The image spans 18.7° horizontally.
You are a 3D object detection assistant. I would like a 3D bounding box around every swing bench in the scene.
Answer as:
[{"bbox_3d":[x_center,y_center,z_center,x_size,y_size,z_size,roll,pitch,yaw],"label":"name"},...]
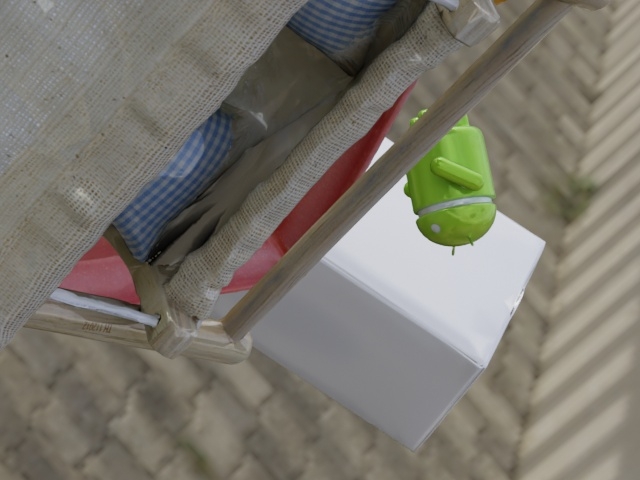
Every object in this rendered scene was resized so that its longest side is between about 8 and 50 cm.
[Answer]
[{"bbox_3d":[-0.070,-0.075,0.741,0.165,0.253,0.254,54,28,18],"label":"swing bench"}]

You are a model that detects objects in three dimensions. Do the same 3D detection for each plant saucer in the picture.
[{"bbox_3d":[-0.091,-0.043,1.341,0.258,0.259,0.048,-9,59,-28],"label":"plant saucer"}]

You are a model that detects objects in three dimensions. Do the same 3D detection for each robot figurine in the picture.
[{"bbox_3d":[0.103,-0.047,1.542,0.067,0.101,0.115,-8,81,-16],"label":"robot figurine"}]

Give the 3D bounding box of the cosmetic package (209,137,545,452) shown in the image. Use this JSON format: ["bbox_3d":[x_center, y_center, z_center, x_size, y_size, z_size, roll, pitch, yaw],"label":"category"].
[{"bbox_3d":[0.000,0.000,1.790,0.365,0.155,0.197,35,43,0],"label":"cosmetic package"}]

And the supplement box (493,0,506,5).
[{"bbox_3d":[0.077,-0.275,1.429,0.129,0.191,0.194,41,30,-62],"label":"supplement box"}]
